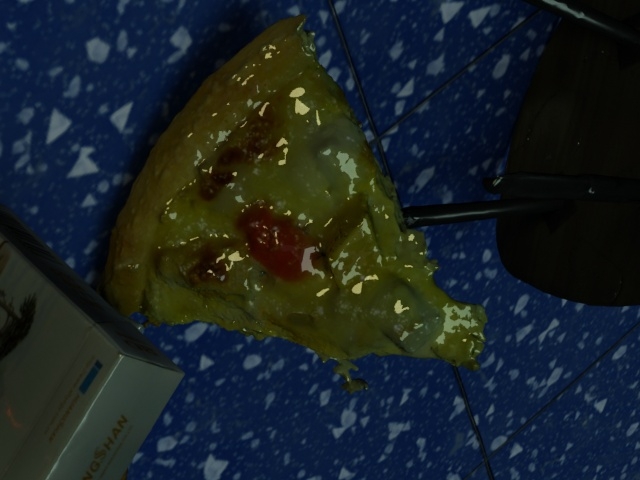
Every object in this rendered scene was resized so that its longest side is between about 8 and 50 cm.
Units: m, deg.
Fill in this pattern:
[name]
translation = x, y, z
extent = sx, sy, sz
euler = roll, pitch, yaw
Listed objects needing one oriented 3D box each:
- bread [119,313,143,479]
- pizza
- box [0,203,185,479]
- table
[bread]
translation = -0.213, 0.166, 1.195
extent = 0.136, 0.107, 0.241
euler = -13, 127, -41
[pizza]
translation = 0.000, 0.000, 1.149
extent = 0.280, 0.287, 0.075
euler = -63, 169, 16
[box]
translation = -0.206, 0.082, 1.037
extent = 0.067, 0.233, 0.149
euler = 22, 102, -49
[table]
translation = 0.164, -0.082, 1.251
extent = 0.249, 0.317, 0.317
euler = 6, 115, -33
